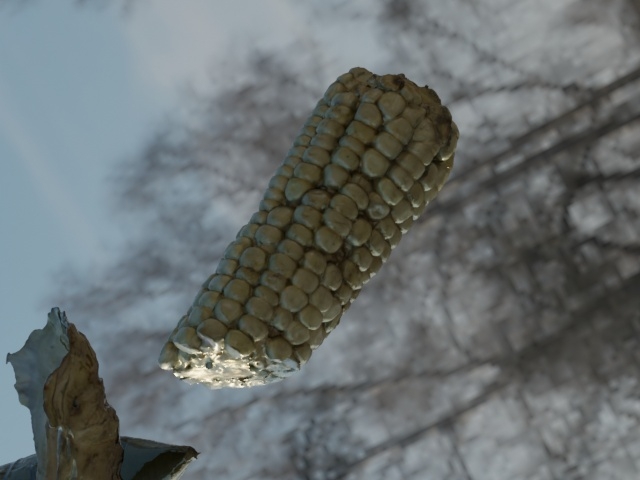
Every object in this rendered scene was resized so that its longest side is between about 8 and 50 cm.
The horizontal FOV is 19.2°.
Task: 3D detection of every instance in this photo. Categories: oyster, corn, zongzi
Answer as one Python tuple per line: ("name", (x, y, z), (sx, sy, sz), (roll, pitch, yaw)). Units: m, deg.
("oyster", (-0.185, 0.169, 1.440), (0.161, 0.107, 0.233), (-146, 58, -77))
("corn", (0.000, 0.000, 1.029), (0.087, 0.211, 0.087), (28, 161, 11))
("zongzi", (-0.161, 0.229, 1.655), (0.251, 0.274, 0.125), (12, -123, -62))
